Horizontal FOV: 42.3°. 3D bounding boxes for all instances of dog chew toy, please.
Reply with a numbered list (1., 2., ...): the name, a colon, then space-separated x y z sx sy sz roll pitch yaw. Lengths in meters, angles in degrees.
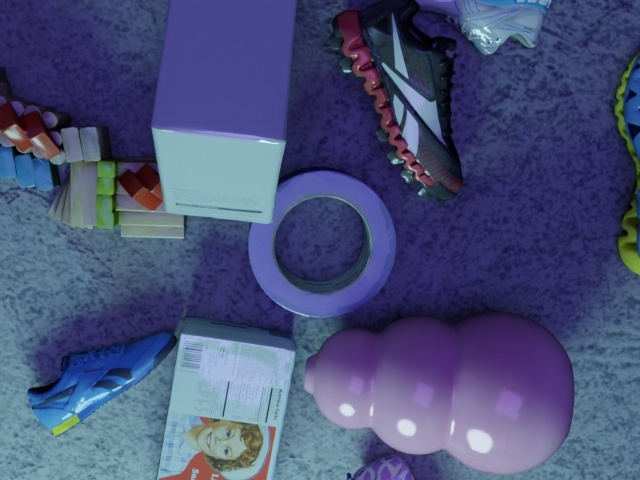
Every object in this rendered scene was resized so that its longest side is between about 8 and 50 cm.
1. dog chew toy: 0.145 0.187 1.061 0.332 0.206 0.206 5 98 2

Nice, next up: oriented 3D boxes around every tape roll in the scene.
1. tape roll: 0.000 0.000 1.076 0.189 0.080 0.188 -1 98 -4

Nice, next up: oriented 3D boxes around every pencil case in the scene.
1. pencil case: 0.116 0.397 1.142 0.086 0.088 0.206 -26 101 2

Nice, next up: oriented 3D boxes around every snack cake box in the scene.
1. snack cake box: -0.129 0.246 1.099 0.152 0.089 0.264 10 98 -8

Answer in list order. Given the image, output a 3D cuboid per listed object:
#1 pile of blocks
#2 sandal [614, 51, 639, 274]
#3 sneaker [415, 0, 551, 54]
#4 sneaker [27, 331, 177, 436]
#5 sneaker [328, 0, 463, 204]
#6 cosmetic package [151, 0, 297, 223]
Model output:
1. pile of blocks: -0.327 -0.097 1.020 0.362 0.112 0.149 27 96 -7
2. sandal: 0.462 -0.100 1.067 0.126 0.138 0.317 -7 97 -1
3. sneaker: 0.198 -0.280 1.054 0.191 0.071 0.082 4 104 -5
4. sneaker: -0.289 0.170 1.086 0.209 0.069 0.082 -34 96 1
5. sneaker: 0.126 -0.181 1.036 0.135 0.097 0.276 -25 100 19
6. cosmetic package: -0.104 -0.166 0.930 0.138 0.224 0.224 6 69 -6
